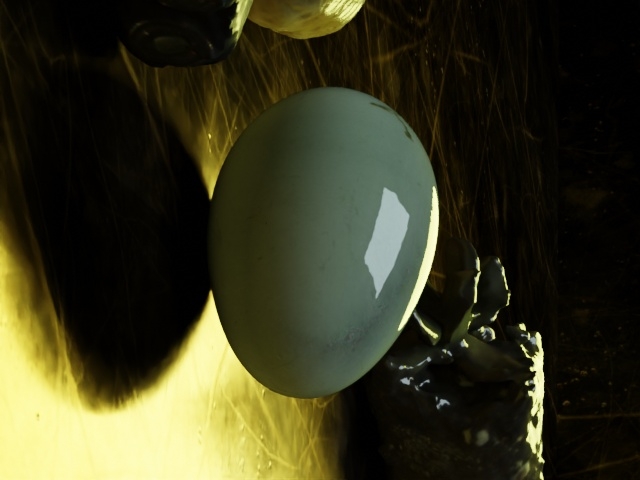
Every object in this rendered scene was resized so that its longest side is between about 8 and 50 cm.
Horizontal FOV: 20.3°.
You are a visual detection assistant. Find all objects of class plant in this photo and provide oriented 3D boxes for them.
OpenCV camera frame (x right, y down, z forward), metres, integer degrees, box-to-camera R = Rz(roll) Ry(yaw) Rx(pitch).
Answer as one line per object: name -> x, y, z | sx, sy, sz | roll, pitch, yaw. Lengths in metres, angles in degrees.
plant -> 0.146, 0.144, 1.901 | 0.199, 0.188, 0.276 | -59, 141, -68

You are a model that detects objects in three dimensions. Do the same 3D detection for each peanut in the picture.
peanut -> -0.021, -0.240, 1.548 | 0.224, 0.129, 0.129 | 34, 52, -73

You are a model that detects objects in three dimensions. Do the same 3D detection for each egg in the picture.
egg -> 0.000, 0.000, 1.411 | 0.183, 0.182, 0.264 | 63, 31, -54

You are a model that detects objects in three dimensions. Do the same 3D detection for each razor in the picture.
razor -> -0.056, -0.286, 1.290 | 0.189, 0.107, 0.327 | 112, 1, -62
